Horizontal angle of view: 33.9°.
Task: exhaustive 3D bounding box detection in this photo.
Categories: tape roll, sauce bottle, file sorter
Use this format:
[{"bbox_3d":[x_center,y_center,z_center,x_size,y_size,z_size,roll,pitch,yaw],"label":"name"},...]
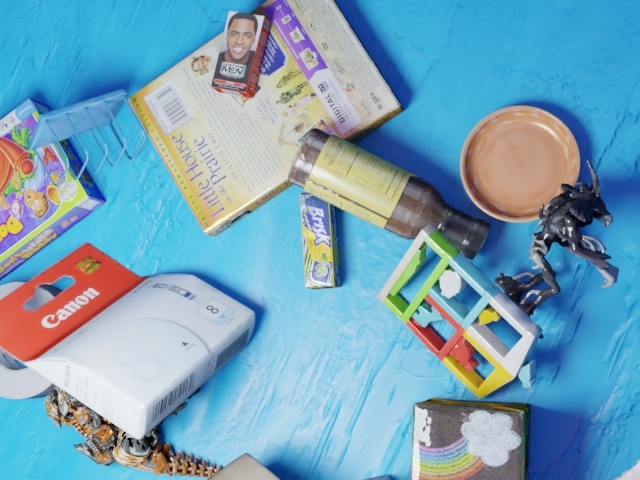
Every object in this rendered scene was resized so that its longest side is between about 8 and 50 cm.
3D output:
[{"bbox_3d":[-0.551,0.187,1.966,0.219,0.072,0.219,-1,85,15],"label":"tape roll"},{"bbox_3d":[0.117,-0.071,1.773,0.344,0.111,0.111,28,92,1],"label":"sauce bottle"},{"bbox_3d":[-0.421,-0.183,1.904,0.170,0.118,0.104,-24,79,-33],"label":"file sorter"}]

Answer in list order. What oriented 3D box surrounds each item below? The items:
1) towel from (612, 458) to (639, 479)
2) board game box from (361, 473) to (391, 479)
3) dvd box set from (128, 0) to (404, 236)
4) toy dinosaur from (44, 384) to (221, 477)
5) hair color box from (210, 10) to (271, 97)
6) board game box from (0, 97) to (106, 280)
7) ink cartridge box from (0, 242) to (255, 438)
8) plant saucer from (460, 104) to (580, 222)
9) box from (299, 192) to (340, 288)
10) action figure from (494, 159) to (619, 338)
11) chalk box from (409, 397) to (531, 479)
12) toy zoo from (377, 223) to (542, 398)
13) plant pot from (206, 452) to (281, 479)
[{"bbox_3d":[0.493,0.567,1.656,0.317,0.053,0.332,-38,77,8],"label":"towel"},{"bbox_3d":[0.093,0.540,1.629,0.066,0.319,0.318,-17,81,11],"label":"board game box"},{"bbox_3d":[-0.103,-0.245,1.895,0.420,0.062,0.307,-34,77,9],"label":"dvd box set"},{"bbox_3d":[-0.326,0.325,1.874,0.322,0.164,0.218,23,108,-19],"label":"toy dinosaur"},{"bbox_3d":[-0.140,-0.329,1.858,0.072,0.043,0.141,12,86,17],"label":"hair color box"},{"bbox_3d":[-0.614,-0.073,2.006,0.347,0.078,0.233,-36,77,9],"label":"board game box"},{"bbox_3d":[-0.354,0.133,1.804,0.385,0.308,0.091,30,131,17],"label":"ink cartridge box"},{"bbox_3d":[0.338,-0.128,1.777,0.200,0.037,0.200,-2,83,16],"label":"plant saucer"},{"bbox_3d":[0.000,0.000,1.842,0.054,0.059,0.169,-5,83,12],"label":"box"},{"bbox_3d":[0.395,0.015,1.681,0.141,0.164,0.275,26,112,-12],"label":"action figure"},{"bbox_3d":[0.240,0.404,1.677,0.180,0.179,0.289,2,86,15],"label":"chalk box"},{"bbox_3d":[0.238,0.134,1.719,0.293,0.030,0.192,45,138,15],"label":"toy zoo"},{"bbox_3d":[-0.141,0.514,1.724,0.323,0.323,0.280,36,78,16],"label":"plant pot"}]
